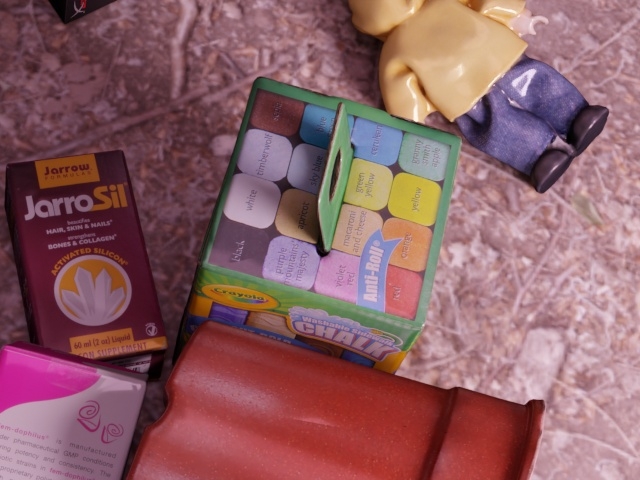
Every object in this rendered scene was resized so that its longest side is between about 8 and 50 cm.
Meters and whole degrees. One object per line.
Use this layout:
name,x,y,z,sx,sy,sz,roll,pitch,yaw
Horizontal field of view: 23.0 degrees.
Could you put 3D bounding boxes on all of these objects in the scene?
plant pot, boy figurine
plant pot,-0.004,0.199,1.184,0.265,0.272,0.272,21,63,4
boy figurine,0.125,-0.163,1.469,0.285,0.092,0.177,39,91,11

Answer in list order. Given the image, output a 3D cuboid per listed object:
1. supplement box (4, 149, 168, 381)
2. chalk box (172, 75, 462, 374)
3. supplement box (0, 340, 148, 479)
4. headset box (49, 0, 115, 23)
supplement box,-0.199,0.027,1.318,0.104,0.081,0.188,-9,67,-15
chalk box,0.000,0.000,1.256,0.179,0.289,0.180,17,64,-4
supplement box,-0.210,0.194,1.179,0.111,0.114,0.220,16,88,-4
headset box,-0.130,-0.349,1.433,0.293,0.218,0.110,-29,75,-23
